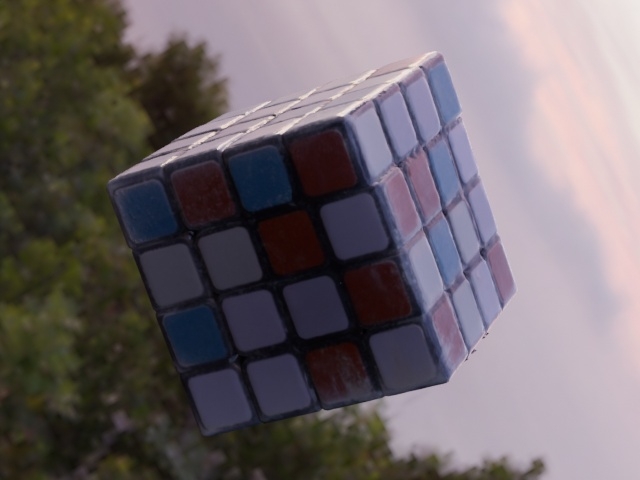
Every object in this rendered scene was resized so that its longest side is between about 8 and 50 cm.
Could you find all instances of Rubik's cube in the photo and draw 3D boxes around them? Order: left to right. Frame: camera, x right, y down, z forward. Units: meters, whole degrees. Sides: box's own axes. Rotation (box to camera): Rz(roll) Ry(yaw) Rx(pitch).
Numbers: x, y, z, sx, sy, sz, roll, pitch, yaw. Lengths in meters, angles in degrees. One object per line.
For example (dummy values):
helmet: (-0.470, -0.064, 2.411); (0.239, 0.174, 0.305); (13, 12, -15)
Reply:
Rubik's cube: (0.001, 0.000, 1.763); (0.259, 0.256, 0.253); (-37, 111, -63)
